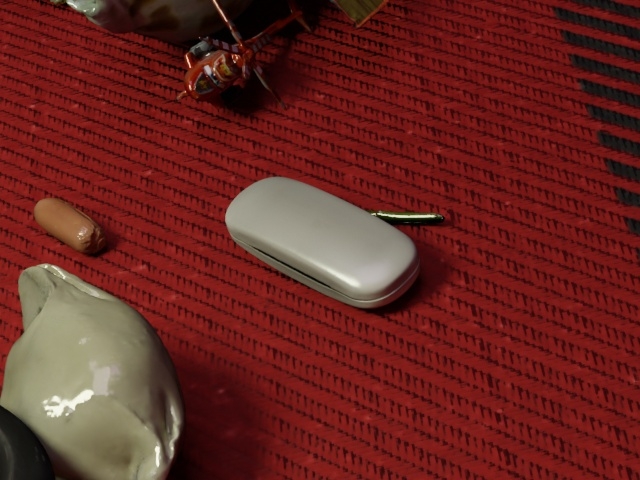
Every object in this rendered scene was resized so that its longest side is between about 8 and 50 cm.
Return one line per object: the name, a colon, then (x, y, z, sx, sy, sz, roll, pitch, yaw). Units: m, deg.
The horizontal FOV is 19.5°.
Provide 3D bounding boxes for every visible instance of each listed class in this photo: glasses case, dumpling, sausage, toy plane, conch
glasses case: (0.000, 0.000, 1.586, 0.197, 0.049, 0.076, 26, 58, 38)
dumpling: (-0.182, 0.131, 1.433, 0.132, 0.162, 0.250, 2, 38, -39)
sausage: (-0.227, -0.014, 1.691, 0.034, 0.034, 0.083, -38, 45, -25)
toy plane: (-0.080, -0.189, 1.805, 0.077, 0.126, 0.194, -26, 32, 34)
conch: (-0.138, -0.331, 1.872, 0.197, 0.249, 0.368, 5, 50, -3)

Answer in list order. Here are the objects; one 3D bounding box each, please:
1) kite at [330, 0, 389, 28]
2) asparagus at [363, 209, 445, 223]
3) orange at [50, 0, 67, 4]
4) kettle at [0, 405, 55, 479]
kite: (0.003, -0.347, 1.862, 0.013, 0.327, 0.377, -43, 54, 32)
asparagus: (0.032, -0.024, 1.634, 0.166, 0.013, 0.016, 5, 85, 24)
orange: (-0.289, -0.341, 2.035, 0.160, 0.170, 0.112, -10, 5, 8)
kettle: (-0.333, 0.204, 1.330, 0.290, 0.207, 0.268, 26, 62, 35)
